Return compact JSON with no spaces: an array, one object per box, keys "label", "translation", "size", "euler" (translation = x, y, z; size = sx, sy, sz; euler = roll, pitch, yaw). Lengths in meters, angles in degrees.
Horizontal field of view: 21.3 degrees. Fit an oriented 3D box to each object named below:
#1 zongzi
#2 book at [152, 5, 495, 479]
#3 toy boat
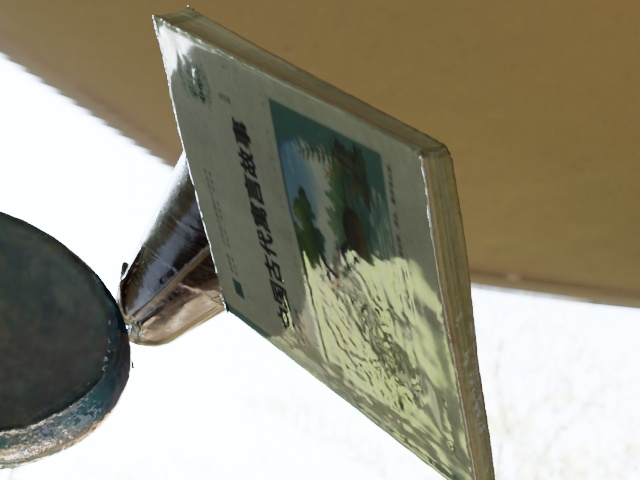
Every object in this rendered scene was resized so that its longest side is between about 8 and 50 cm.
[{"label":"zongzi","translation":[-0.064,0.043,1.542],"size":[0.241,0.111,0.248],"euler":[37,-69,21]},{"label":"book","translation":[0.000,0.000,0.936],"size":[0.282,0.025,0.215],"euler":[31,-41,54]},{"label":"toy boat","translation":[-0.309,0.077,1.302],"size":[0.330,0.215,0.123],"euler":[6,-28,-7]}]
